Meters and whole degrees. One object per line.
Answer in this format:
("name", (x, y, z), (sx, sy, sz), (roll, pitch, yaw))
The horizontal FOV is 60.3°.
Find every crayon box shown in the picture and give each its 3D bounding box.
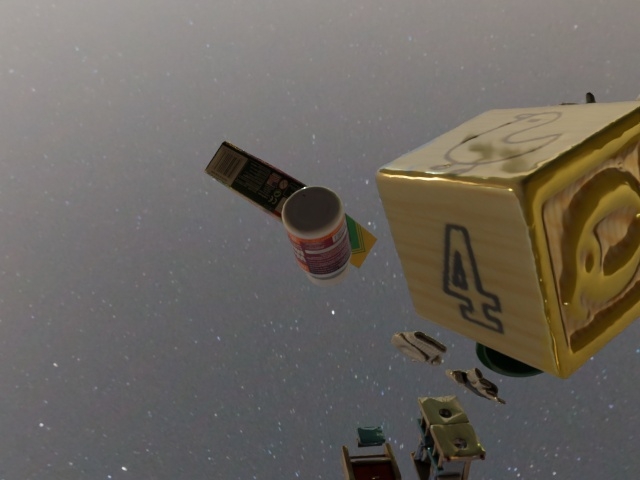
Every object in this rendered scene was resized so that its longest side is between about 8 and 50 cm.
("crayon box", (-0.073, -0.088, 1.421), (0.363, 0.313, 0.106), (32, -92, 35))

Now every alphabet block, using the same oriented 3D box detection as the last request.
("alphabet block", (0.202, -0.015, 0.552), (0.192, 0.193, 0.197), (-31, -157, -23))

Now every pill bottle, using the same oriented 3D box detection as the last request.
("pill bottle", (0.000, 0.000, 1.126), (0.121, 0.221, 0.121), (-5, -124, 7))

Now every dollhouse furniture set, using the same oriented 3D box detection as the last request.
("dollhouse furniture set", (0.135, 0.337, 0.848), (0.183, 0.129, 0.129), (-1, -156, -8))

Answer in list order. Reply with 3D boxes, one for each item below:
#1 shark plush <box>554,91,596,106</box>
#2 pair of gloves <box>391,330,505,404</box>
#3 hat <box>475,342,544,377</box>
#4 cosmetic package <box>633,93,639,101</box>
("shark plush", (0.528, -0.213, 1.088), (0.067, 0.073, 0.161), (-22, -108, -19))
("pair of gloves", (0.260, 0.267, 1.169), (0.240, 0.204, 0.042), (35, -103, -3))
("hat", (0.408, 0.171, 1.208), (0.208, 0.173, 0.184), (25, -150, -10))
("cosmetic package", (0.443, -0.074, 0.622), (0.224, 0.225, 0.138), (-9, -106, 5))
